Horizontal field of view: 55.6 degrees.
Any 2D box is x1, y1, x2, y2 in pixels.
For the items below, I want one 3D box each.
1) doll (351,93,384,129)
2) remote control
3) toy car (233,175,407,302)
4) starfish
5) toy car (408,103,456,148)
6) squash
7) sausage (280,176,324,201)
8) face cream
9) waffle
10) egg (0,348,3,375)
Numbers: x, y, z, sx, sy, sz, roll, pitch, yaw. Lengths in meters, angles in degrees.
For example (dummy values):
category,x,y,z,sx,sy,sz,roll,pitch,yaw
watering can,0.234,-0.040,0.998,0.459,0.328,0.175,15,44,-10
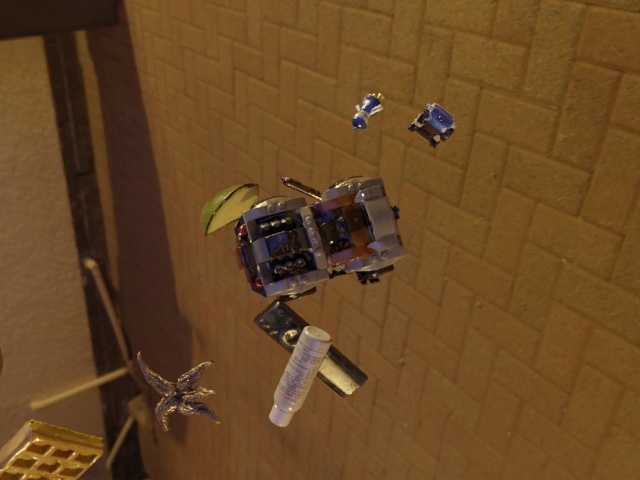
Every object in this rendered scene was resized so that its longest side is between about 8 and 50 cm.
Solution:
category,x,y,z,sx,sy,sz,roll,pitch,yaw
doll,0.130,-0.364,1.718,0.099,0.143,0.057,10,148,42
remote control,-0.023,0.313,1.734,0.377,0.107,0.044,44,-168,-22
toy car,-0.001,0.000,1.059,0.118,0.301,0.193,141,114,-70
starfish,-0.452,0.496,2.034,0.294,0.084,0.301,-11,95,27
toy car,0.256,-0.264,1.376,0.080,0.070,0.171,37,180,-2
squash,-0.269,-0.123,1.754,0.085,0.192,0.184,47,142,14
sausage,-0.017,-0.125,1.588,0.025,0.198,0.028,-32,39,57
face cream,-0.058,0.351,1.547,0.082,0.082,0.269,36,107,41
waffle,-0.703,0.564,1.515,0.248,0.221,0.055,-45,45,7
egg,-0.728,0.221,1.189,0.231,0.169,0.169,60,146,0
